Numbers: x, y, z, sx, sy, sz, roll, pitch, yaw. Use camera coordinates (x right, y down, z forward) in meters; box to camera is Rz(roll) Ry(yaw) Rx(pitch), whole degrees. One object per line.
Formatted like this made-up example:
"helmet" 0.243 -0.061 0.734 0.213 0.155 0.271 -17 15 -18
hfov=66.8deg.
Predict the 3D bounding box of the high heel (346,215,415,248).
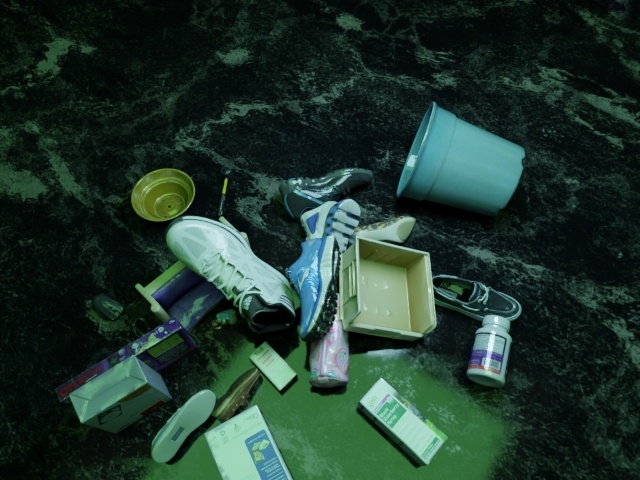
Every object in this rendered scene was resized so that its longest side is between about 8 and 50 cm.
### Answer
"high heel" 0.192 -0.040 1.665 0.186 0.093 0.261 18 37 42

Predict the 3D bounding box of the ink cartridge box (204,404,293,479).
"ink cartridge box" -0.171 0.635 1.306 0.166 0.065 0.332 -25 63 -13

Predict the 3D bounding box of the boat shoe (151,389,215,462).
"boat shoe" -0.392 0.508 1.363 0.227 0.081 0.079 -49 116 -17

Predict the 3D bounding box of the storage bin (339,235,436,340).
"storage bin" 0.198 0.151 1.470 0.263 0.123 0.260 13 59 -22

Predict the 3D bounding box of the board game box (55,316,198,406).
"board game box" -0.532 0.357 1.375 0.347 0.208 0.056 -31 63 -16

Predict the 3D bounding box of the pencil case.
"pencil case" 0.025 0.292 1.452 0.124 0.124 0.283 1 62 1

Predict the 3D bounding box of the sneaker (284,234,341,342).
"sneaker" -0.029 0.139 1.418 0.147 0.129 0.329 -3 57 18

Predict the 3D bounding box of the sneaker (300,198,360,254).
"sneaker" 0.000 -0.001 1.613 0.182 0.128 0.315 23 87 54

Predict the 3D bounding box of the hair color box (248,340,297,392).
"hair color box" -0.142 0.379 1.452 0.072 0.043 0.141 -41 70 -19

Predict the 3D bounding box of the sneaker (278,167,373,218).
"sneaker" 0.028 -0.171 1.721 0.341 0.125 0.139 -14 90 -10

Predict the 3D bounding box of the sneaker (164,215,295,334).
"sneaker" -0.232 0.101 1.364 0.448 0.257 0.169 37 94 -25

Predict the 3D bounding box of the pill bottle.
"pill bottle" 0.506 0.325 1.439 0.108 0.108 0.193 18 63 10

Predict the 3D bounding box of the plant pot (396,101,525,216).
"plant pot" 0.473 -0.251 1.641 0.335 0.341 0.340 19 64 1

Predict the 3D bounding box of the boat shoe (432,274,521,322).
"boat shoe" 0.484 0.175 1.521 0.302 0.102 0.108 18 64 10

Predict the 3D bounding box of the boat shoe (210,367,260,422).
"boat shoe" -0.238 0.450 1.411 0.060 0.064 0.178 47 72 -14

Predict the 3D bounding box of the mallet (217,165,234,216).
"mallet" -0.347 -0.172 1.756 0.039 0.062 0.189 5 77 4

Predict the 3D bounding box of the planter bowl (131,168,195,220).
"planter bowl" -0.540 -0.139 1.703 0.218 0.090 0.217 0 61 1

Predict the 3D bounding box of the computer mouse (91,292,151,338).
"computer mouse" -0.630 0.240 1.532 0.242 0.041 0.071 28 65 14

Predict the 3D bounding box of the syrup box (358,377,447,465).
"syrup box" 0.223 0.504 1.353 0.237 0.096 0.093 40 70 18

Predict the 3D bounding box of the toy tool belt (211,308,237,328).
"toy tool belt" -0.304 0.243 1.521 0.083 0.051 0.052 -17 63 -8

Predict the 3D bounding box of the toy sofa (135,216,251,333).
"toy sofa" -0.374 0.113 1.535 0.177 0.150 0.363 41 69 21

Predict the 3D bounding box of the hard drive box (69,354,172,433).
"hard drive box" -0.535 0.425 1.325 0.181 0.232 0.089 -31 67 -14
